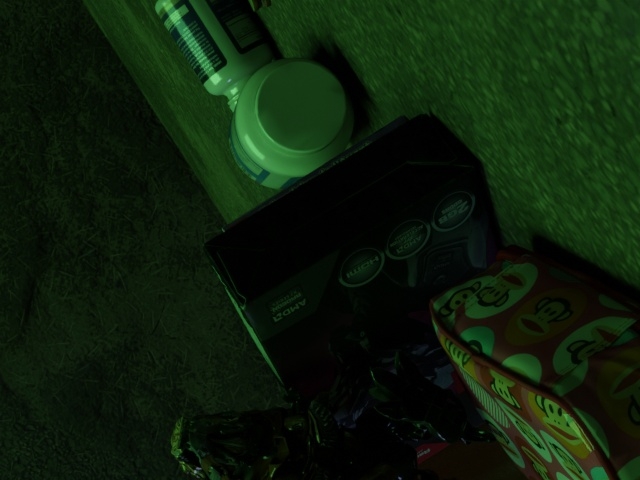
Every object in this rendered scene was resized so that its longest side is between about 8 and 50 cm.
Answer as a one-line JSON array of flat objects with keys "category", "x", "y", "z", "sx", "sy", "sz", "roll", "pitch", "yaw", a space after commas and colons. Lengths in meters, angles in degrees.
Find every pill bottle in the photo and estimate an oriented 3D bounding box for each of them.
[{"category": "pill bottle", "x": -0.030, "y": -0.124, "z": 1.405, "sx": 0.124, "sy": 0.124, "sz": 0.221, "roll": 57, "pitch": 172, "yaw": -2}, {"category": "pill bottle", "x": -0.115, "y": -0.233, "z": 1.596, "sx": 0.169, "sy": 0.094, "sz": 0.094, "roll": 57, "pitch": 172, "yaw": -2}]

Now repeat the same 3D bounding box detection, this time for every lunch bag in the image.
[{"category": "lunch bag", "x": 0.214, "y": 0.153, "z": 1.018, "sx": 0.258, "sy": 0.120, "sz": 0.293, "roll": 60, "pitch": 171, "yaw": -23}]

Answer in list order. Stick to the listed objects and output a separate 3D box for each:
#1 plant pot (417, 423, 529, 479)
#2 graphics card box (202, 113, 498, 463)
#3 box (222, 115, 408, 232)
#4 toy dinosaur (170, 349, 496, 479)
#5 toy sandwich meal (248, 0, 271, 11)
[{"category": "plant pot", "x": 0.136, "y": 0.325, "z": 1.555, "sx": 0.272, "sy": 0.265, "sz": 0.272, "roll": 62, "pitch": -178, "yaw": -3}, {"category": "graphics card box", "x": 0.062, "y": 0.078, "z": 1.247, "sx": 0.094, "sy": 0.232, "sz": 0.371, "roll": 55, "pitch": 172, "yaw": 41}, {"category": "box", "x": 0.043, "y": 0.037, "z": 1.313, "sx": 0.057, "sy": 0.201, "sz": 0.293, "roll": 51, "pitch": 170, "yaw": 39}, {"category": "toy dinosaur", "x": 0.040, "y": 0.196, "z": 1.171, "sx": 0.218, "sy": 0.321, "sz": 0.164, "roll": 145, "pitch": 118, "yaw": -64}, {"category": "toy sandwich meal", "x": -0.079, "y": -0.281, "z": 1.414, "sx": 0.086, "sy": 0.029, "sz": 0.085, "roll": 55, "pitch": 172, "yaw": 12}]
